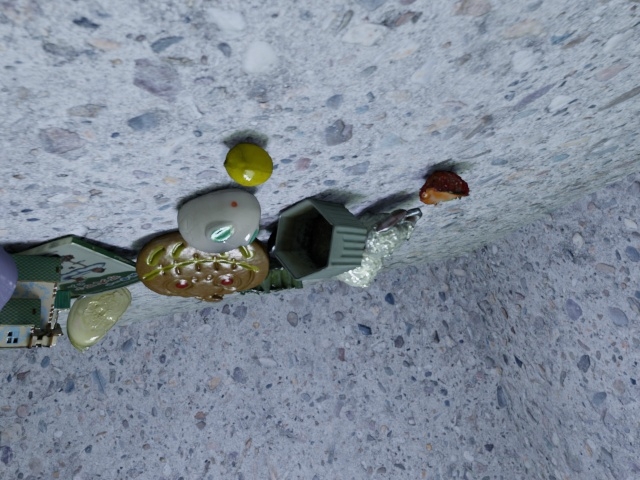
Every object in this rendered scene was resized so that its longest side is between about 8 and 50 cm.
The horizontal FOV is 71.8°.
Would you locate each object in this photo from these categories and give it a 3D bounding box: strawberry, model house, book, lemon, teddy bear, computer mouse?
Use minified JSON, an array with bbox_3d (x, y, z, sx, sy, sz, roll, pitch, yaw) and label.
[{"bbox_3d":[0.350,-0.155,1.281,0.192,0.085,0.140,-1,171,-24],"label":"strawberry"},{"bbox_3d":[-0.737,0.136,1.125,0.178,0.206,0.271,6,-174,-33],"label":"model house"},{"bbox_3d":[-0.700,0.087,1.294,0.260,0.043,0.371,-15,160,9],"label":"book"},{"bbox_3d":[-0.134,-0.145,0.850,0.082,0.082,0.111,-21,169,32],"label":"lemon"},{"bbox_3d":[0.148,-0.035,1.575,0.327,0.375,0.362,-3,123,-35],"label":"teddy bear"},{"bbox_3d":[-0.114,0.001,1.492,0.147,0.088,0.264,-41,160,-5],"label":"computer mouse"}]

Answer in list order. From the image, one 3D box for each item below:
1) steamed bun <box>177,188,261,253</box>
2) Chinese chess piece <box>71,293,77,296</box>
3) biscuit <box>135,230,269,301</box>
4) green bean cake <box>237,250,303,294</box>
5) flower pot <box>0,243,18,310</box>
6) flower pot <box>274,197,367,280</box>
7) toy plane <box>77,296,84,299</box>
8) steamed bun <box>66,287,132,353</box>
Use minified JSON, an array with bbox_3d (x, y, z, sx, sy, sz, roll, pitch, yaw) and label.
[{"bbox_3d":[-0.246,-0.039,1.095,0.228,0.130,0.177,-19,164,33],"label":"steamed bun"},{"bbox_3d":[-0.952,0.202,1.675,0.084,0.034,0.084,-13,170,-2],"label":"Chinese chess piece"},{"bbox_3d":[-0.355,0.097,1.381,0.394,0.070,0.350,-8,140,-7],"label":"biscuit"},{"bbox_3d":[-0.213,0.121,1.658,0.241,0.132,0.255,-4,-171,-29],"label":"green bean cake"},{"bbox_3d":[-0.720,0.042,0.756,0.265,0.265,0.243,-10,156,-14],"label":"flower pot"},{"bbox_3d":[0.000,0.000,1.318,0.209,0.239,0.190,11,-174,37],"label":"flower pot"},{"bbox_3d":[-0.772,0.144,1.543,0.226,0.058,0.226,1,145,-46],"label":"toy plane"},{"bbox_3d":[-0.868,0.281,1.694,0.232,0.166,0.273,-21,-151,55],"label":"steamed bun"}]
